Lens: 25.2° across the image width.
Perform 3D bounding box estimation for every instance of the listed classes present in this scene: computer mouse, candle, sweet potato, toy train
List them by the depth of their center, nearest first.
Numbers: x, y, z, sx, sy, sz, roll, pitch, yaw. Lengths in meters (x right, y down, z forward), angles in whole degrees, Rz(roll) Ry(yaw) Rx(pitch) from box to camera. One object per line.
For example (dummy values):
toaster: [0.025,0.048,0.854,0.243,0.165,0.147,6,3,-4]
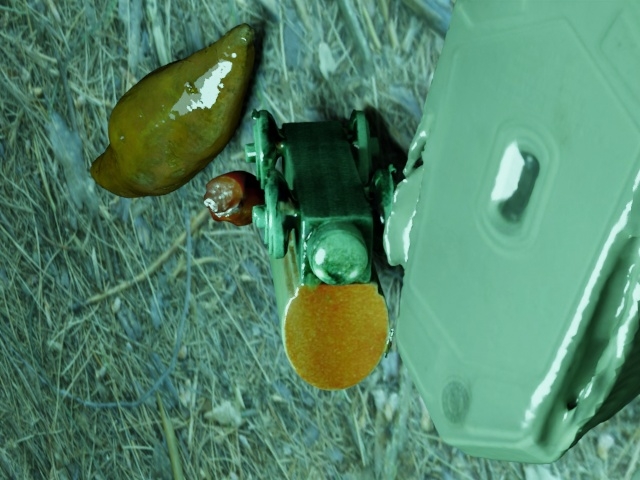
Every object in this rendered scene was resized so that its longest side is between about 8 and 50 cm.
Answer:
computer mouse: [0.179,-0.048,0.934,0.228,0.145,0.429,41,123,48]
toy train: [0.000,0.000,1.149,0.285,0.116,0.177,-106,15,-67]
candle: [-0.070,-0.039,1.291,0.048,0.162,0.053,29,95,11]
sweet potato: [-0.150,-0.107,1.395,0.359,0.112,0.112,-40,72,50]

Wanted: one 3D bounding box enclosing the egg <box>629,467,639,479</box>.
egg: [0.251,0.201,0.970,0.103,0.103,0.135,30,130,44]
